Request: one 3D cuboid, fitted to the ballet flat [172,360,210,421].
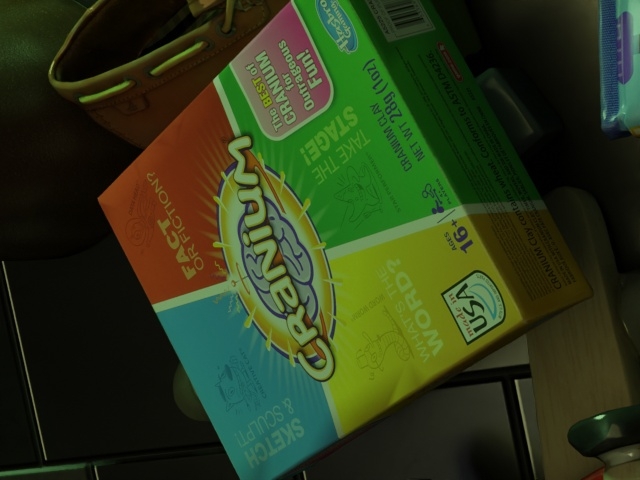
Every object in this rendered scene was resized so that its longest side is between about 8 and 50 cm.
[{"bbox_3d":[-0.041,0.080,1.288,0.213,0.068,0.072,-28,86,28],"label":"ballet flat"}]

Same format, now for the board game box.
[{"bbox_3d":[0.000,0.000,1.120,0.316,0.064,0.242,-39,75,48],"label":"board game box"}]

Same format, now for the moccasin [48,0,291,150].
[{"bbox_3d":[-0.056,-0.196,1.160,0.380,0.147,0.139,-34,45,46],"label":"moccasin"}]

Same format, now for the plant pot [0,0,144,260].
[{"bbox_3d":[-0.278,-0.073,1.291,0.215,0.230,0.215,5,102,26],"label":"plant pot"}]

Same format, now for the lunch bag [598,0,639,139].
[{"bbox_3d":[0.287,-0.211,1.056,0.221,0.138,0.293,-6,84,29],"label":"lunch bag"}]

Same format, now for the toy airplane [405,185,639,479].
[{"bbox_3d":[0.213,0.205,1.101,0.384,0.272,0.386,-134,47,-55],"label":"toy airplane"}]

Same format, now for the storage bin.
[{"bbox_3d":[0.101,-0.073,1.159,0.091,0.135,0.098,-38,85,15],"label":"storage bin"}]

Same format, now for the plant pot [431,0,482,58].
[{"bbox_3d":[0.069,-0.152,1.193,0.083,0.083,0.079,-26,99,28],"label":"plant pot"}]
